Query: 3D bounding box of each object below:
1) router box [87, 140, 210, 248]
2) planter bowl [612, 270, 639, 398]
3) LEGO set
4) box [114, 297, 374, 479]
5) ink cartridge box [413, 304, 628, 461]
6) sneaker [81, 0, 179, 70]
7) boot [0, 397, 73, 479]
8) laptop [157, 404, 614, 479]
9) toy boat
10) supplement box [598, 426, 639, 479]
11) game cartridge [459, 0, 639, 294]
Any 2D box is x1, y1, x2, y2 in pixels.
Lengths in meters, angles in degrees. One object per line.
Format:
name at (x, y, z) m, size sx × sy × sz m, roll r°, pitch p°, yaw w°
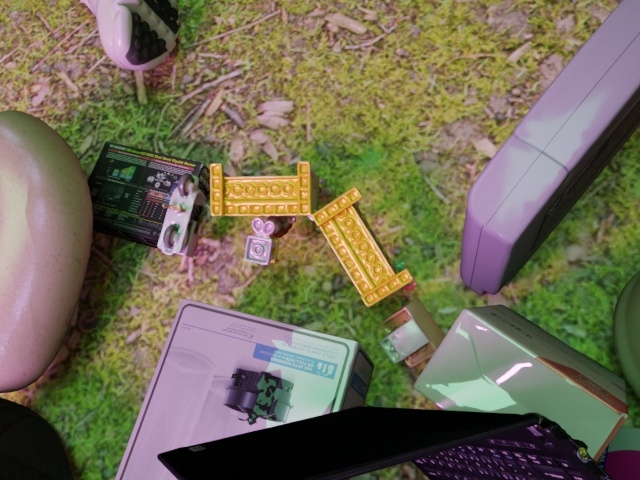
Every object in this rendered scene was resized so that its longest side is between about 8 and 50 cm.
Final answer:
router box at (-0.183, -0.045, 0.714) m, size 0.122 × 0.038 × 0.092 m, roll 15°, pitch 73°, yaw 17°
planter bowl at (0.317, 0.062, 0.502) m, size 0.162 × 0.109 × 0.162 m, roll 2°, pitch 63°, yaw -4°
LEGO set at (0.000, 0.000, 0.641) m, size 0.286 × 0.107 × 0.132 m, roll 23°, pitch 98°, yaw 12°
box at (-0.075, 0.210, 0.562) m, size 0.169 × 0.087 × 0.290 m, roll 13°, pitch 72°, yaw 17°
ink cartridge box at (0.156, 0.104, 0.509) m, size 0.115 × 0.198 × 0.067 m, roll 34°, pitch 100°, yaw 22°
sneaker at (-0.240, -0.300, 0.801) m, size 0.118 × 0.110 × 0.292 m, roll -20°, pitch 57°, yaw 12°
boot at (-0.323, 0.331, 0.524) m, size 0.284 × 0.138 × 0.377 m, roll -45°, pitch 37°, yaw 15°
laptop at (0.057, 0.173, 0.405) m, size 0.264 × 0.234 × 0.136 m, roll 45°, pitch 69°, yaw -5°
toy boat at (-0.364, -0.002, 0.683) m, size 0.318 × 0.148 × 0.268 m, roll 11°, pitch 84°, yaw 14°
supplement box at (0.274, 0.186, 0.408) m, size 0.113 × 0.220 × 0.111 m, roll 24°, pitch 73°, yaw -13°
game cartridge at (0.219, -0.096, 0.559) m, size 0.062 × 0.198 × 0.297 m, roll 38°, pitch 80°, yaw 23°
